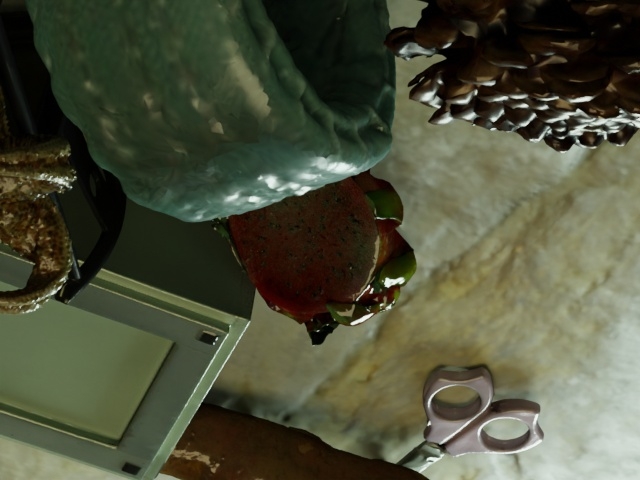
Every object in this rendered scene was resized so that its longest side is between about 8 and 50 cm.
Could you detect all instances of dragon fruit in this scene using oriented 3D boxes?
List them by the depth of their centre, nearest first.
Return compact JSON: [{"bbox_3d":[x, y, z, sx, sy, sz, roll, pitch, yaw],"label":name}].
[{"bbox_3d":[0.000,0.000,1.267,0.138,0.142,0.175,17,176,28],"label":"dragon fruit"}]

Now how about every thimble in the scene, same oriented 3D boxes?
[{"bbox_3d":[-0.063,-0.132,1.070,0.143,0.198,0.235,-17,99,27],"label":"thimble"}]

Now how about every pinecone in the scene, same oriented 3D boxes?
[{"bbox_3d":[0.144,-0.151,1.014,0.221,0.221,0.221,4,138,4],"label":"pinecone"}]

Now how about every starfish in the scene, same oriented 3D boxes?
[{"bbox_3d":[-0.217,-0.035,1.065,0.146,0.074,0.190,9,134,-1],"label":"starfish"}]

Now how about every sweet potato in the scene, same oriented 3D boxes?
[{"bbox_3d":[-0.011,0.205,1.491,0.354,0.106,0.095,21,96,6],"label":"sweet potato"}]

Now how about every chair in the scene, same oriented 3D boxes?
[{"bbox_3d":[-0.219,-0.100,1.160,0.141,0.154,0.260,-1,135,10],"label":"chair"}]

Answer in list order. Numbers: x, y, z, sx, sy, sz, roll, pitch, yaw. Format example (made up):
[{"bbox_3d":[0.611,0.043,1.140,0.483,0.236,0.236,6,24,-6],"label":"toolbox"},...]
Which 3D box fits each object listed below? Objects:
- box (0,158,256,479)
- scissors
[{"bbox_3d":[-0.187,0.050,1.339,0.225,0.117,0.225,19,137,-12],"label":"box"},{"bbox_3d":[0.091,0.172,1.502,0.110,0.021,0.212,32,133,-18],"label":"scissors"}]
